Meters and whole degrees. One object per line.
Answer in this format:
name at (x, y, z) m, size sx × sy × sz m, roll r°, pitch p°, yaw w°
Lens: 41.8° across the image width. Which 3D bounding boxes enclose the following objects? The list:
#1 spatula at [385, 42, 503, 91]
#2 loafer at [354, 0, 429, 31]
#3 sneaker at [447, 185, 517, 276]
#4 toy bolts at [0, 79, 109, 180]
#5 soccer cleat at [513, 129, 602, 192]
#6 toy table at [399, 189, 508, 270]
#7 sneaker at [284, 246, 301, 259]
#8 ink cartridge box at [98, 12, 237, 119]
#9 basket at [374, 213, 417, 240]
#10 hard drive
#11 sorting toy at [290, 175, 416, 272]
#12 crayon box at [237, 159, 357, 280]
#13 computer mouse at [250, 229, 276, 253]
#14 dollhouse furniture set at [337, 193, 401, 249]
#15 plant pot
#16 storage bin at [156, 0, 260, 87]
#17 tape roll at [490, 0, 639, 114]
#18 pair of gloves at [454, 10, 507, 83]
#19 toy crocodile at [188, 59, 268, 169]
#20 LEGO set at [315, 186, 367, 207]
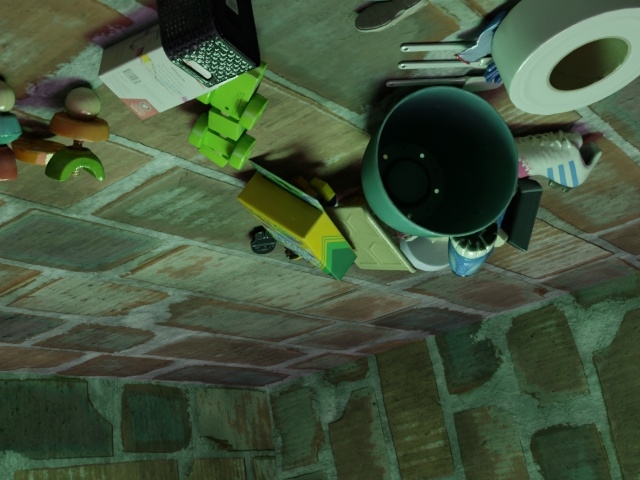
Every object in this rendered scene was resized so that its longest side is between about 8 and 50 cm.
spatula at (0.250, -0.325, 1.566) m, size 0.242 × 0.019 × 0.168 m, roll -6°, pitch 161°, yaw -12°
loafer at (0.118, -0.366, 1.354) m, size 0.125 × 0.045 × 0.039 m, roll -22°, pitch 164°, yaw 23°
sneaker at (0.348, -0.048, 1.886) m, size 0.130 × 0.330 × 0.147 m, roll 23°, pitch 137°, yaw 10°
toy bolts at (-0.502, -0.201, 1.450) m, size 0.229 × 0.158 × 0.218 m, roll -5°, pitch -157°, yaw -42°
soccer cleat at (0.508, -0.208, 1.918) m, size 0.331 × 0.116 × 0.143 m, roll 8°, pitch 131°, yaw -37°
toy table at (0.321, -0.059, 2.049) m, size 0.252 × 0.274 × 0.161 m, roll 36°, pitch 142°, yaw -7°
sneaker at (0.000, 0.000, 2.250) m, size 0.093 × 0.088 × 0.225 m, roll -3°, pitch 176°, yaw -39°
ink cartridge box at (-0.237, -0.281, 1.334) m, size 0.198 × 0.067 × 0.115 m, roll -17°, pitch 140°, yaw 22°
basket at (0.189, -0.097, 1.958) m, size 0.103 × 0.167 × 0.113 m, roll 7°, pitch 155°, yaw -25°
hard drive at (0.494, -0.070, 2.082) m, size 0.054 × 0.172 × 0.254 m, roll 13°, pitch -170°, yaw 4°
sorting toy at (0.073, -0.042, 1.936) m, size 0.307 × 0.041 × 0.229 m, roll 49°, pitch 157°, yaw -26°
crayon box at (-0.056, -0.038, 1.900) m, size 0.083 × 0.203 × 0.323 m, roll -53°, pitch 152°, yaw -9°
computer mouse at (-0.145, -0.032, 2.170) m, size 0.071 × 0.041 × 0.242 m, roll -7°, pitch 154°, yaw -12°
dollhouse furniture set at (0.117, -0.026, 2.161) m, size 0.129 × 0.129 × 0.184 m, roll -24°, pitch 157°, yaw 35°
plant pot at (0.215, -0.138, 1.700) m, size 0.293 × 0.292 × 0.235 m, roll -5°, pitch 174°, yaw -15°
storage bin at (-0.156, -0.317, 1.148) m, size 0.084 × 0.180 × 0.122 m, roll -19°, pitch 159°, yaw 21°
tape roll at (0.446, -0.340, 1.447) m, size 0.286 × 0.100 × 0.286 m, roll -13°, pitch 155°, yaw -6°
pair of gloves at (0.340, -0.349, 1.508) m, size 0.159 × 0.023 × 0.198 m, roll -31°, pitch 152°, yaw 30°
toy crocodile at (-0.160, -0.232, 1.508) m, size 0.115 × 0.105 × 0.340 m, roll 28°, pitch 150°, yaw 0°
LEGO set at (0.075, -0.084, 2.040) m, size 0.227 × 0.093 × 0.087 m, roll 12°, pitch 131°, yaw 25°
